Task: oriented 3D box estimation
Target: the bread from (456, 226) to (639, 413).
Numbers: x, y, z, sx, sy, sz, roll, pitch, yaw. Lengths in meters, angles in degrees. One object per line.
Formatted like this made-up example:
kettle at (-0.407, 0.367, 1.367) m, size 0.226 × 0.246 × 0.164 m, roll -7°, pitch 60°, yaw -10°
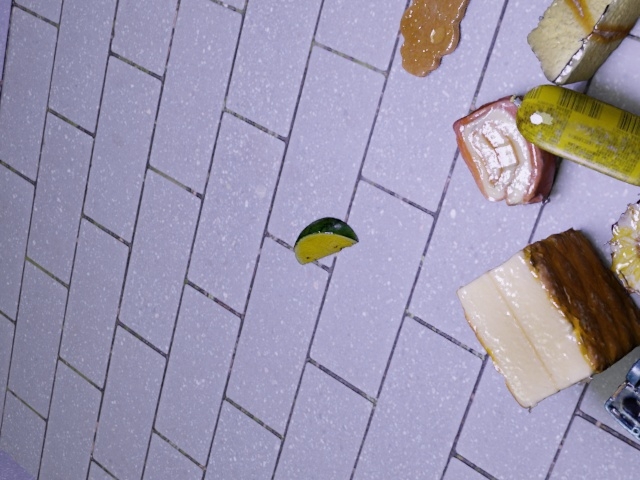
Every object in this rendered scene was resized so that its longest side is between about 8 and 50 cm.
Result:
bread at (0.446, 0.144, 1.876) m, size 0.207 × 0.279 × 0.279 m, roll -41°, pitch 78°, yaw 37°

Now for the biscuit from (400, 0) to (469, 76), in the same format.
biscuit at (0.236, -0.461, 2.061) m, size 0.144 × 0.040 × 0.236 m, roll 36°, pitch 121°, yaw 35°

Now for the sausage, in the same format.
sausage at (0.511, -0.193, 1.801) m, size 0.347 × 0.123 × 0.123 m, roll 24°, pitch 116°, yaw 7°

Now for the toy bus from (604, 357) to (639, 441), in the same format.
toy bus at (0.681, 0.218, 1.764) m, size 0.162 × 0.194 × 0.323 m, roll 41°, pitch 119°, yaw 23°

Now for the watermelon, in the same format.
watermelon at (-0.007, -0.001, 2.324) m, size 0.181 × 0.075 × 0.092 m, roll -20°, pitch 91°, yaw 37°

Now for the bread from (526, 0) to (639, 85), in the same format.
bread at (0.514, -0.415, 1.811) m, size 0.142 × 0.178 × 0.266 m, roll 25°, pitch 126°, yaw -10°

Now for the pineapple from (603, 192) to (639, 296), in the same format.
pineapple at (0.631, 0.017, 1.821) m, size 0.221 × 0.047 × 0.221 m, roll -8°, pitch 79°, yaw 49°

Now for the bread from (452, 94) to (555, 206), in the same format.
bread at (0.379, -0.174, 1.958) m, size 0.190 × 0.123 × 0.244 m, roll -31°, pitch 82°, yaw 36°
